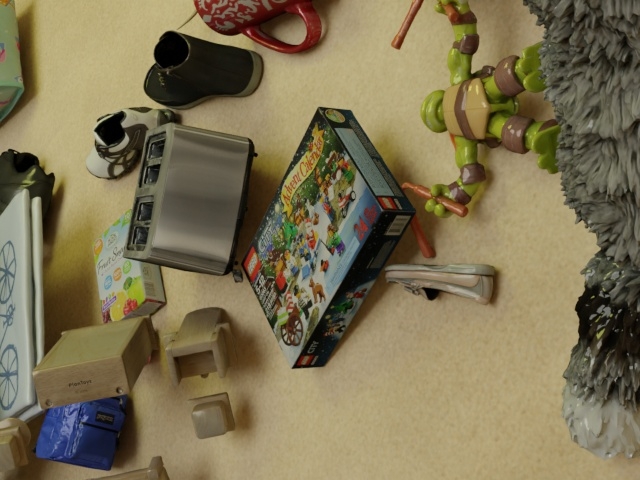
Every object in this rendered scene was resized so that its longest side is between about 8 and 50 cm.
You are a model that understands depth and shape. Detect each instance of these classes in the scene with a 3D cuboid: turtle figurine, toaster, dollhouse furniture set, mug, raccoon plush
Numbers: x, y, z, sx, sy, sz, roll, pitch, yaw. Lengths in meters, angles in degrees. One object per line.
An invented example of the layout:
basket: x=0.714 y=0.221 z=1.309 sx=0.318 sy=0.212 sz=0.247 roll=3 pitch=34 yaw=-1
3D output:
turtle figurine: x=0.153 y=-0.109 z=0.966 sx=0.217 sy=0.087 sz=0.269 roll=12 pitch=102 yaw=63
toaster: x=-0.154 y=-0.044 z=1.233 sx=0.185 sy=0.110 sz=0.168 roll=3 pitch=83 yaw=66
dollhouse furniture set: x=-0.218 y=0.285 z=1.265 sx=0.174 sy=0.303 sz=0.355 roll=-90 pitch=-12 yaw=-78
mug: x=-0.072 y=-0.298 z=1.244 sx=0.169 sy=0.113 sz=0.150 roll=-14 pitch=68 yaw=48
raccoon plush: x=0.216 y=-0.062 z=0.728 sx=0.216 sy=0.299 sz=0.446 roll=3 pitch=83 yaw=47

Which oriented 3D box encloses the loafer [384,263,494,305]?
loafer: x=0.112 y=0.042 z=1.007 sx=0.125 sy=0.045 sz=0.039 roll=-2 pitch=85 yaw=44

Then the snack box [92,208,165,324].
snack box: x=-0.261 y=0.043 z=1.412 sx=0.100 sy=0.037 sz=0.141 roll=-35 pitch=56 yaw=35

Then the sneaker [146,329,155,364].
sneaker: x=-0.258 y=0.142 z=1.388 sx=0.119 sy=0.047 sz=0.057 roll=-19 pitch=45 yaw=43

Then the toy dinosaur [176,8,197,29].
toy dinosaur: x=-0.140 y=-0.367 z=1.390 sx=0.092 sy=0.053 sz=0.183 roll=-22 pitch=56 yaw=59

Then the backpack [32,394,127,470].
backpack: x=-0.301 y=0.234 z=1.364 sx=0.101 sy=0.098 sz=0.120 roll=-7 pitch=66 yaw=48

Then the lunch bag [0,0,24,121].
lunch bag: x=-0.625 y=-0.299 z=1.809 sx=0.262 sy=0.160 sz=0.223 roll=-36 pitch=58 yaw=50

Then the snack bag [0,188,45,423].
snack bag: x=-0.476 y=0.138 z=1.529 sx=0.342 sy=0.037 sz=0.323 roll=-35 pitch=57 yaw=47

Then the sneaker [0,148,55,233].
sneaker: x=-0.512 y=-0.089 z=1.686 sx=0.286 sy=0.109 sz=0.130 roll=21 pitch=86 yaw=41

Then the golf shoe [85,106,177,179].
golf shoe: x=-0.287 y=-0.143 z=1.448 sx=0.198 sy=0.094 sz=0.077 roll=-24 pitch=64 yaw=43

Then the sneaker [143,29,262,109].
sneaker: x=-0.187 y=-0.227 z=1.341 sx=0.222 sy=0.118 sz=0.083 roll=-1 pitch=79 yaw=47

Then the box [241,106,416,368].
box: x=0.000 y=0.000 z=1.098 sx=0.159 sy=0.044 sz=0.233 roll=60 pitch=136 yaw=37
